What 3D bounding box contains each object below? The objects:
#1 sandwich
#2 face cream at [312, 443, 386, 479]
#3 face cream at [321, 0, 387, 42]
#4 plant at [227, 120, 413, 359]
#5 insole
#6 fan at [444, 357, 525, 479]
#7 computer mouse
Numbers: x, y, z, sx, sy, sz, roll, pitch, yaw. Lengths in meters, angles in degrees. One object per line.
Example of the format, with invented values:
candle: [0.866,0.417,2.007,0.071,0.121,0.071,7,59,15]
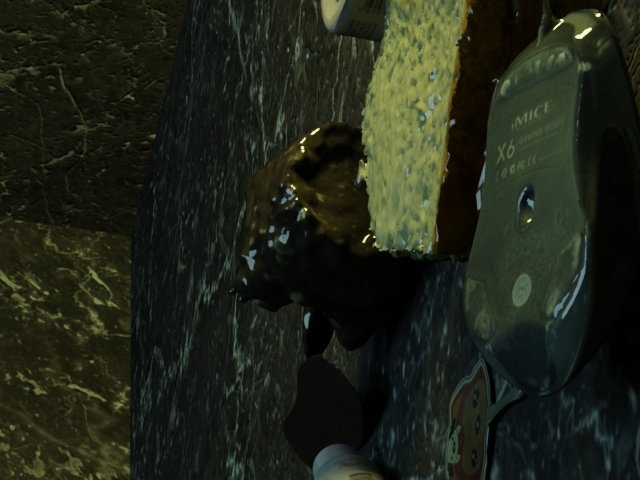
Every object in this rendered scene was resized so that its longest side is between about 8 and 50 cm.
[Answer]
sandwich: [0.130,-0.107,1.707,0.325,0.131,0.262,-178,94,-75]
face cream: [0.040,0.279,1.977,0.269,0.082,0.082,-125,44,-72]
face cream: [0.090,-0.285,1.949,0.177,0.152,0.177,-172,90,-79]
plant: [0.000,0.000,2.087,0.276,0.188,0.199,121,155,-60]
insole: [0.002,0.208,2.214,0.111,0.007,0.328,51,159,11]
fan: [0.146,0.165,1.735,0.220,0.009,0.132,124,151,-64]
computer mouse: [0.194,-0.064,1.463,0.167,0.090,0.379,-19,61,58]
